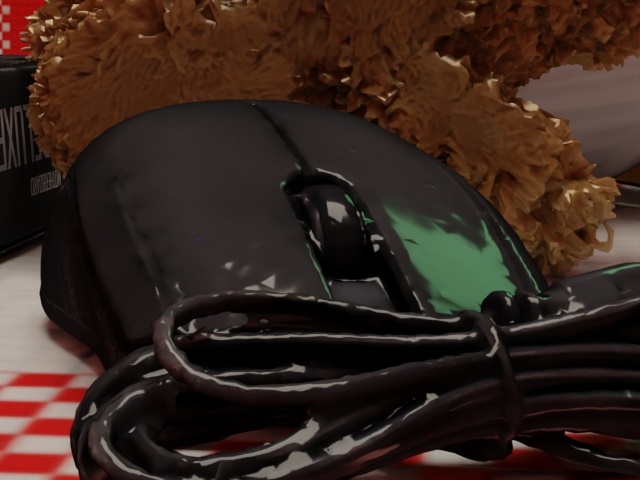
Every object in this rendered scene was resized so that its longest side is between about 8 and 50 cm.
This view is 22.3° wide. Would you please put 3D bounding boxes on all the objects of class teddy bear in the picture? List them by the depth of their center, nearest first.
[{"bbox_3d":[0.050,-0.107,0.642,0.245,0.338,0.113,40,-3,12],"label":"teddy bear"}]

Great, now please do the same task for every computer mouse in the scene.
[{"bbox_3d":[0.000,0.000,0.444,0.189,0.072,0.272,-3,9,-21],"label":"computer mouse"}]

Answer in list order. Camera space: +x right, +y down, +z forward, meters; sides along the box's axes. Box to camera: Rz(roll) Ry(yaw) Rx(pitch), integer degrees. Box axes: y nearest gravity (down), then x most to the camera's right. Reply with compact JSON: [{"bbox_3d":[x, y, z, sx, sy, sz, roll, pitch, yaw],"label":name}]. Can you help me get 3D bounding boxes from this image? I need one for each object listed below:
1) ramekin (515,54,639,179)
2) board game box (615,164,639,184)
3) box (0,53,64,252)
[{"bbox_3d":[0.057,-0.141,0.812,0.127,0.272,0.273,-19,18,-34],"label":"ramekin"},{"bbox_3d":[0.323,-0.055,0.877,0.242,0.064,0.316,-3,9,-21],"label":"board game box"},{"bbox_3d":[-0.264,-0.042,0.696,0.308,0.076,0.242,2,8,7],"label":"box"}]
